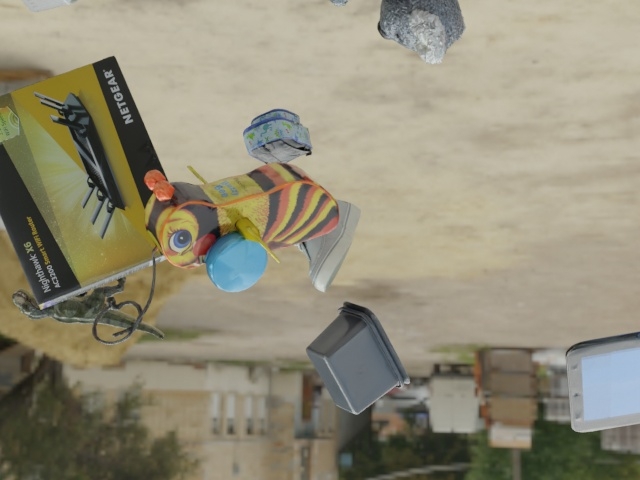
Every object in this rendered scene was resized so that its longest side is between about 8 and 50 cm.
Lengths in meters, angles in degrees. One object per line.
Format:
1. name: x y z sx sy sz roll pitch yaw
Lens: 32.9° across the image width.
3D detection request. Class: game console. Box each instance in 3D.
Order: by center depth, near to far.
1. game console: 0.486 0.240 1.477 0.173 0.250 0.293 -37 146 -9

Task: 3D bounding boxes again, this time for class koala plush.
1. koala plush: 0.133 -0.368 1.598 0.203 0.221 0.196 -29 -172 25

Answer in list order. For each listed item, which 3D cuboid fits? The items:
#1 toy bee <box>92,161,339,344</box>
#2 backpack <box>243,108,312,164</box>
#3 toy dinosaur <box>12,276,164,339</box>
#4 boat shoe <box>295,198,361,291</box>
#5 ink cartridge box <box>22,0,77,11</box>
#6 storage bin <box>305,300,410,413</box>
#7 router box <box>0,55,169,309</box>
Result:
1. toy bee: -0.119 -0.017 1.190 0.195 0.298 0.162 21 140 35
2. backpack: -0.084 -0.189 1.971 0.105 0.084 0.114 -22 163 23
3. toy dinosaur: -0.402 0.104 1.924 0.268 0.118 0.064 11 150 -8
4. boat shoe: 0.000 -0.001 1.540 0.081 0.079 0.227 24 -155 -2
5. ink cartridge box: -0.391 -0.396 1.192 0.330 0.071 0.324 49 171 -22
6. storage bin: 0.042 0.165 1.486 0.091 0.135 0.098 -38 -154 -23
7. router box: -0.358 -0.086 1.599 0.243 0.308 0.081 -23 177 -14
